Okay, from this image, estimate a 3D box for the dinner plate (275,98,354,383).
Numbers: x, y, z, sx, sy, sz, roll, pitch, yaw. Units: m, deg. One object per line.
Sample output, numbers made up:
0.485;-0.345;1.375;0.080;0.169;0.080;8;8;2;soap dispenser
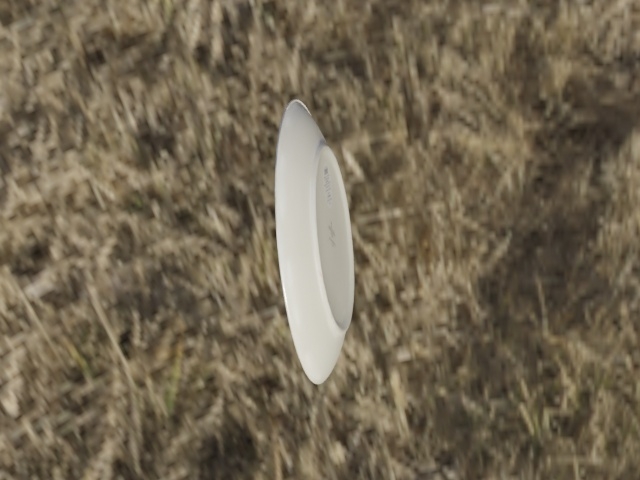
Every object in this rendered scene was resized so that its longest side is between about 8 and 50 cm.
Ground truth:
0.000;0.000;0.952;0.017;0.141;0.141;-6;62;10;dinner plate
